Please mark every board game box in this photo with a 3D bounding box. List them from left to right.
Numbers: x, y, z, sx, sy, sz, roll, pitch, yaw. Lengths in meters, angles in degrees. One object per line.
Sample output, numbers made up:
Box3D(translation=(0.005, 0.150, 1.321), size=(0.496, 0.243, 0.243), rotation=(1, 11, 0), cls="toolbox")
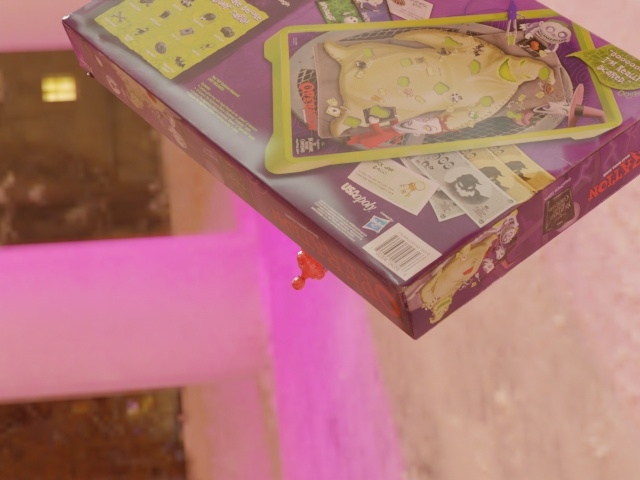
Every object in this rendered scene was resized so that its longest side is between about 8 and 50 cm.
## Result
Box3D(translation=(0.021, -0.099, 0.954), size=(0.347, 0.208, 0.056), rotation=(39, 160, 40), cls="board game box")

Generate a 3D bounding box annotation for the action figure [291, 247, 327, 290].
Box3D(translation=(0.000, 0.000, 1.434), size=(0.038, 0.030, 0.115), rotation=(49, -132, -28), cls="action figure")
